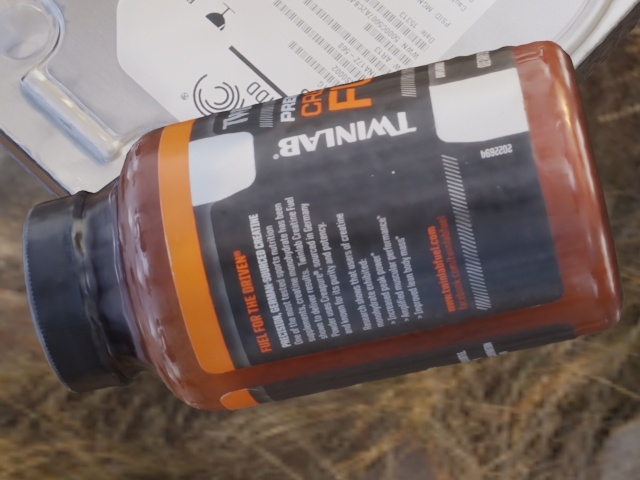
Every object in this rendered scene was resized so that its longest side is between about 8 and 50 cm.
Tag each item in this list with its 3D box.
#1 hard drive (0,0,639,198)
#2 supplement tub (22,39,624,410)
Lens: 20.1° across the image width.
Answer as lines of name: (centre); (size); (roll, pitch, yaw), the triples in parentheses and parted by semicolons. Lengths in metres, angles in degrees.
hard drive: (0.009, -0.121, 0.906); (0.237, 0.064, 0.339); (43, 80, 10)
supplement tub: (0.000, 0.000, 0.632); (0.198, 0.106, 0.106); (-12, 74, 7)
